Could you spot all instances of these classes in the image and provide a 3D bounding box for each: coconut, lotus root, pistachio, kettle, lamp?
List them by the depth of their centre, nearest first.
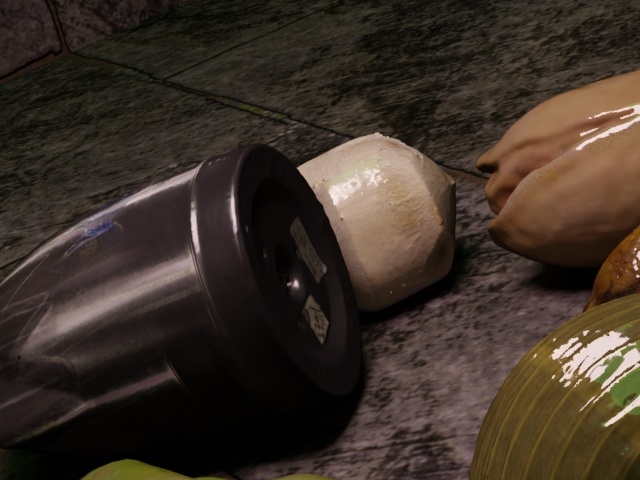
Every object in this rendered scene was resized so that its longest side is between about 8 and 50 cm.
[{"bbox_3d":[0.200,0.149,1.099,0.250,0.250,0.284,-23,5,-9],"label":"lamp"},{"bbox_3d":[0.289,0.024,1.536,0.190,0.094,0.108,-26,50,-2],"label":"lotus root"},{"bbox_3d":[0.282,-0.063,1.660,0.293,0.181,0.162,-18,58,13],"label":"pistachio"},{"bbox_3d":[-0.151,0.054,1.666,0.324,0.228,0.321,-20,27,20],"label":"kettle"},{"bbox_3d":[0.050,-0.020,1.785,0.162,0.161,0.161,-25,20,-19],"label":"coconut"}]

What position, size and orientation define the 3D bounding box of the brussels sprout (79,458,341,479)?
[{"bbox_3d":[-0.012,0.278,0.808,0.361,0.342,0.425,14,-15,3],"label":"brussels sprout"}]
